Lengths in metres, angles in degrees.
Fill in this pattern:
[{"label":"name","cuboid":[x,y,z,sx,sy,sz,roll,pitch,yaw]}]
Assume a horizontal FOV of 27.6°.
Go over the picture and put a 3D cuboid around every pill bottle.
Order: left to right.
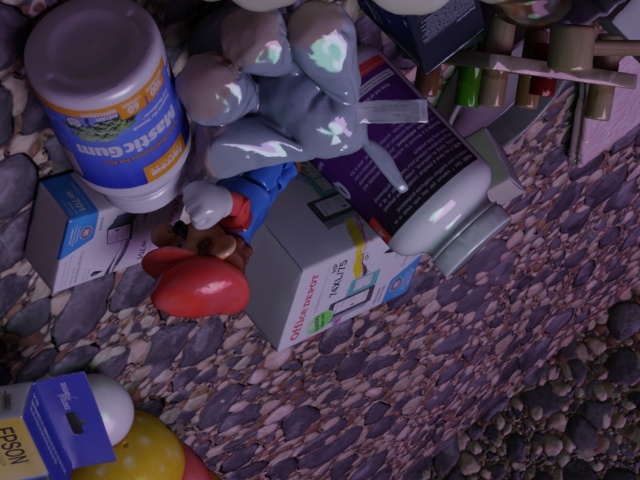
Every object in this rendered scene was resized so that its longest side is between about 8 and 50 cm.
[{"label":"pill bottle","cuboid":[-0.234,-0.145,1.510,0.152,0.152,0.272,-35,153,-13]},{"label":"pill bottle","cuboid":[0.110,-0.106,1.815,0.181,0.323,0.181,-41,172,-7]}]

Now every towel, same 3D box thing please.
[{"label":"towel","cuboid":[0.618,-0.321,2.521,0.332,0.053,0.317,-36,153,-12]}]

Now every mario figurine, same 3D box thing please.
[{"label":"mario figurine","cuboid":[-0.142,-0.041,1.697,0.320,0.170,0.198,-61,140,-35]}]

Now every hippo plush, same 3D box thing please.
[{"label":"hippo plush","cuboid":[-0.038,-0.219,1.547,0.294,0.236,0.234,1,128,-16]}]

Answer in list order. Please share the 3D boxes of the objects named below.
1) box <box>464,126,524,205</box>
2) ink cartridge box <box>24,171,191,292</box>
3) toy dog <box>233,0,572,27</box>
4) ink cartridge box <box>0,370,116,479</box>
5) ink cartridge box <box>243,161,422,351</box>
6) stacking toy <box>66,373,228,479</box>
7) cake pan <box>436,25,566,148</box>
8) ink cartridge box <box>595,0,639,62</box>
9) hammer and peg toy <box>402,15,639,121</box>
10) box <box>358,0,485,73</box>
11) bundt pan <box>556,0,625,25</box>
[{"label":"box","cuboid":[0.190,-0.068,2.177,0.275,0.113,0.094,-29,156,16]},{"label":"ink cartridge box","cuboid":[-0.280,-0.029,1.710,0.191,0.082,0.139,-19,146,-37]},{"label":"toy dog","cuboid":[0.089,-0.336,1.341,0.408,0.284,0.395,4,167,0]},{"label":"ink cartridge box","cuboid":[-0.461,0.301,1.848,0.307,0.072,0.303,-7,147,-3]},{"label":"ink cartridge box","cuboid":[0.000,0.000,2.002,0.270,0.197,0.198,-23,148,-32]},{"label":"stacking toy","cuboid":[-0.314,0.397,2.141,0.350,0.350,0.480,-31,137,-20]},{"label":"cake pan","cuboid":[0.306,-0.254,2.193,0.293,0.054,0.293,-32,152,-19]},{"label":"ink cartridge box","cuboid":[0.578,-0.370,2.148,0.168,0.171,0.232,-46,-174,12]},{"label":"hammer and peg toy","cuboid":[0.311,-0.240,1.837,0.266,0.361,0.127,4,99,-27]},{"label":"box","cuboid":[0.117,-0.340,1.687,0.108,0.153,0.207,-39,153,-4]},{"label":"bundt pan","cuboid":[0.409,-0.478,1.907,0.331,0.124,0.331,-32,154,-18]}]
